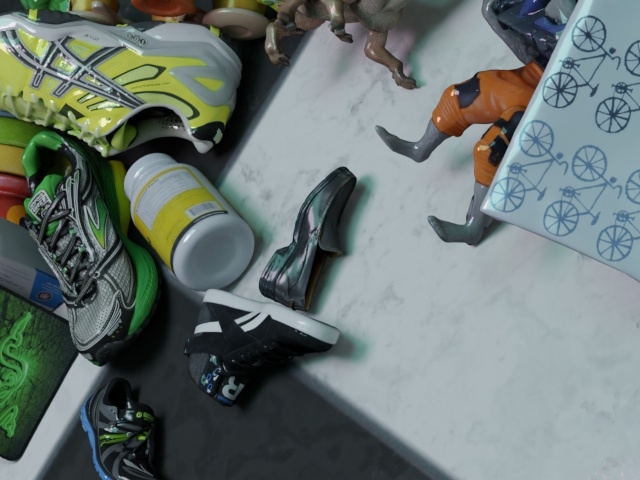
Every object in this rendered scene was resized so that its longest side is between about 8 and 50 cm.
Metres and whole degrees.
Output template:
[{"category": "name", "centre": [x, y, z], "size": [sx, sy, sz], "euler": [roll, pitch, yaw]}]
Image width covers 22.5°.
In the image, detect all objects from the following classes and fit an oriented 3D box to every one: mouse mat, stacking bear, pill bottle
[{"category": "mouse mat", "centre": [-0.397, 0.160, 1.983], "size": [0.189, 0.152, 0.007], "euler": [-62, 13, -1]}, {"category": "stacking bear", "centre": [-0.415, -0.106, 2.130], "size": [0.164, 0.175, 0.289], "euler": [-4, 73, 38]}, {"category": "pill bottle", "centre": [-0.161, -0.027, 1.893], "size": [0.103, 0.103, 0.184], "euler": [-51, 44, 8]}]

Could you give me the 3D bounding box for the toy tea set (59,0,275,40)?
[{"category": "toy tea set", "centre": [-0.215, -0.313, 2.029], "size": [0.336, 0.200, 0.124], "euler": [-10, 68, 43]}]

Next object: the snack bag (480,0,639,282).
[{"category": "snack bag", "centre": [0.357, -0.096, 1.394], "size": [0.342, 0.037, 0.323], "euler": [26, 88, 11]}]

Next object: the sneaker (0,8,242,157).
[{"category": "sneaker", "centre": [-0.291, -0.186, 1.962], "size": [0.385, 0.145, 0.147], "euler": [0, 65, 6]}]

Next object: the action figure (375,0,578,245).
[{"category": "action figure", "centre": [0.220, -0.167, 1.633], "size": [0.330, 0.178, 0.341], "euler": [-39, 22, 10]}]

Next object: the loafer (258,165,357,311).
[{"category": "loafer", "centre": [0.000, 0.000, 1.778], "size": [0.061, 0.062, 0.170], "euler": [30, 93, 24]}]

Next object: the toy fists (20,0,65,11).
[{"category": "toy fists", "centre": [-0.379, -0.420, 2.299], "size": [0.142, 0.096, 0.279], "euler": [-31, 52, 27]}]

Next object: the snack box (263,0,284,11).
[{"category": "snack box", "centre": [-0.056, -0.381, 1.912], "size": [0.070, 0.207, 0.174], "euler": [-10, 61, 37]}]

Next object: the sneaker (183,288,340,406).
[{"category": "sneaker", "centre": [-0.068, 0.130, 1.755], "size": [0.217, 0.079, 0.121], "euler": [11, 79, 53]}]

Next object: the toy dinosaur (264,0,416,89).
[{"category": "toy dinosaur", "centre": [0.034, -0.296, 1.807], "size": [0.296, 0.127, 0.200], "euler": [10, 71, 18]}]

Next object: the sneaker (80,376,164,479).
[{"category": "sneaker", "centre": [-0.220, 0.226, 1.837], "size": [0.078, 0.067, 0.188], "euler": [-51, 41, 17]}]

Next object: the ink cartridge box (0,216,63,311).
[{"category": "ink cartridge box", "centre": [-0.430, 0.066, 2.056], "size": [0.191, 0.139, 0.082], "euler": [-39, 50, 20]}]

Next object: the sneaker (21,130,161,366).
[{"category": "sneaker", "centre": [-0.301, 0.009, 1.969], "size": [0.134, 0.146, 0.343], "euler": [-39, 48, 20]}]

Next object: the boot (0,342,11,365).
[{"category": "boot", "centre": [-0.430, 0.183, 2.036], "size": [0.158, 0.084, 0.059], "euler": [-43, 48, 18]}]
